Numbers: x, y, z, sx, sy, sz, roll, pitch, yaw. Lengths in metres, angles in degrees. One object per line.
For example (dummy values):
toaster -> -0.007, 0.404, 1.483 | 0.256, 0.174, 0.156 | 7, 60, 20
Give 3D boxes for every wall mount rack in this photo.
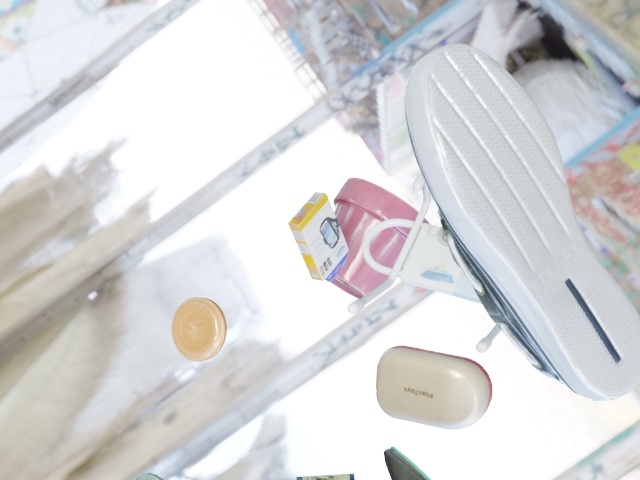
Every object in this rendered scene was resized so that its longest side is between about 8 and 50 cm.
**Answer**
wall mount rack -> 0.204, 0.048, 1.666 | 0.349, 0.304, 0.130 | 15, 148, 20

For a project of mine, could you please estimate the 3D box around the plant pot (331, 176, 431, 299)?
plant pot -> 0.087, 0.009, 2.012 | 0.201, 0.180, 0.201 | 31, 169, 6

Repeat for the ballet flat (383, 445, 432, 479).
ballet flat -> 0.200, 0.465, 1.844 | 0.280, 0.096, 0.095 | 31, 163, 29

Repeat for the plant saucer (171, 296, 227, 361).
plant saucer -> -0.157, 0.114, 1.368 | 0.083, 0.083, 0.013 | 56, -159, 19

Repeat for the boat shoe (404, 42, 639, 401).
boat shoe -> 0.153, -0.003, 0.914 | 0.335, 0.121, 0.119 | 61, 154, -9

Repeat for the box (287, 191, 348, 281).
box -> 0.000, 0.000, 1.694 | 0.028, 0.081, 0.136 | 12, 137, 36

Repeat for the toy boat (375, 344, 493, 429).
toy boat -> 0.230, 0.281, 2.110 | 0.151, 0.231, 0.151 | -25, -60, -61

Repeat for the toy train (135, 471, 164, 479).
toy train -> -0.236, 0.529, 1.868 | 0.142, 0.333, 0.190 | -49, -39, -53

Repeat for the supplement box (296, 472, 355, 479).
supplement box -> 0.010, 0.376, 1.491 | 0.056, 0.083, 0.083 | -98, 6, -64
